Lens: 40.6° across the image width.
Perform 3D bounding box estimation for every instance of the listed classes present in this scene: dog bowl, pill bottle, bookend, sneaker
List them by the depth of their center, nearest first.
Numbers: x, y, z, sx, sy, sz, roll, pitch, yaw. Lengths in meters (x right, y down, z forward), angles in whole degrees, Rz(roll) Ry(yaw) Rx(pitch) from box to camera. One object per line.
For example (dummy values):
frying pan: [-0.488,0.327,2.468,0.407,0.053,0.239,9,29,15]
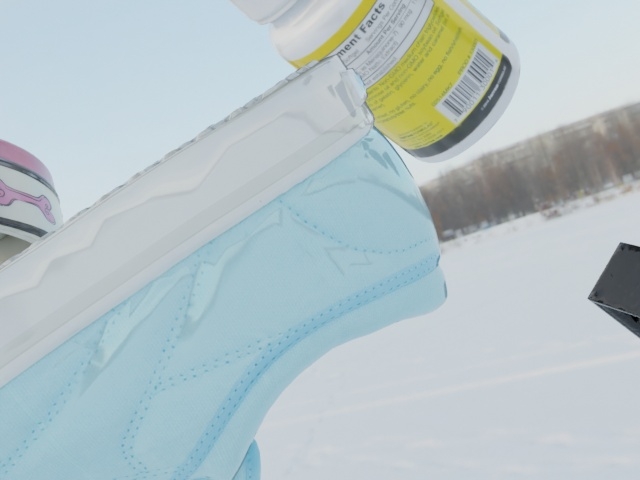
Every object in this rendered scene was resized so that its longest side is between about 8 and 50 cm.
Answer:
sneaker: [-0.101,0.080,0.361,0.366,0.150,0.135,-35,9,-2]
pill bottle: [0.038,-0.158,0.635,0.208,0.119,0.119,33,-33,-27]
bookend: [0.383,0.082,0.865,0.072,0.157,0.156,-59,26,-4]
dog bowl: [-0.566,-0.032,1.255,0.408,0.150,0.408,-4,-20,-2]
